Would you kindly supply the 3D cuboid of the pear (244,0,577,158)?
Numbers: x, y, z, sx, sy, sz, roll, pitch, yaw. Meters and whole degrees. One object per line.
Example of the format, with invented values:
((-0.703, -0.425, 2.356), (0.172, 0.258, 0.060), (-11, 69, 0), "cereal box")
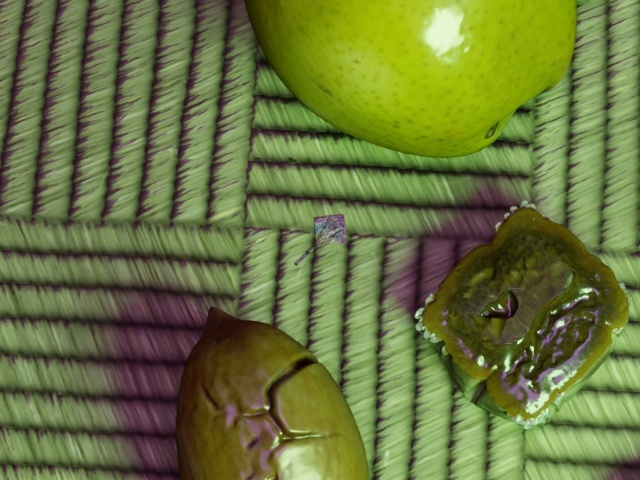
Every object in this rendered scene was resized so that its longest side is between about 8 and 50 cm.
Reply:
((0.088, -0.291, 1.663), (0.362, 0.362, 0.418), (-36, 91, -9), "pear")

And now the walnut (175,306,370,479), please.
((-0.061, 0.205, 1.603), (0.203, 0.203, 0.297), (-23, 82, -5), "walnut")

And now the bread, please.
((0.226, 0.085, 1.675), (0.210, 0.110, 0.192), (-44, 76, -11), "bread")

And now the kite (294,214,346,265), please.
((-0.003, -0.005, 1.764), (0.078, 0.002, 0.044), (-25, 74, -6), "kite")
